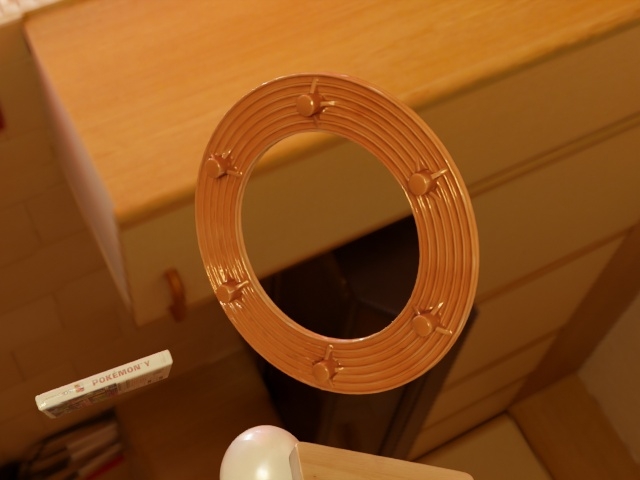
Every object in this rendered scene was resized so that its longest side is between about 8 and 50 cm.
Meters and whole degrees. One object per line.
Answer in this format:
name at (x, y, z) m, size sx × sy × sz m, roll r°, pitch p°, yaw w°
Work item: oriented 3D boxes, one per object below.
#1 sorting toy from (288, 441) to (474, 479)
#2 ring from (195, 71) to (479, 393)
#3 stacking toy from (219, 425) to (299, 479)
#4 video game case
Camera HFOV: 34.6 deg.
sorting toy at (0.086, 0.381, 1.202) m, size 0.089 × 0.257 × 0.255 m, roll -60°, pitch -152°, yaw 31°
ring at (0.000, 0.000, 1.033) m, size 0.336 × 0.032 × 0.337 m, roll 12°, pitch -68°, yaw 31°
stacking toy at (-0.065, 0.434, 1.407) m, size 0.350 × 0.350 × 0.480 m, roll 45°, pitch -37°, yaw 48°
video game case at (-0.300, 0.204, 1.445) m, size 0.201 × 0.183 × 0.023 m, roll 129°, pitch -59°, yaw -74°
